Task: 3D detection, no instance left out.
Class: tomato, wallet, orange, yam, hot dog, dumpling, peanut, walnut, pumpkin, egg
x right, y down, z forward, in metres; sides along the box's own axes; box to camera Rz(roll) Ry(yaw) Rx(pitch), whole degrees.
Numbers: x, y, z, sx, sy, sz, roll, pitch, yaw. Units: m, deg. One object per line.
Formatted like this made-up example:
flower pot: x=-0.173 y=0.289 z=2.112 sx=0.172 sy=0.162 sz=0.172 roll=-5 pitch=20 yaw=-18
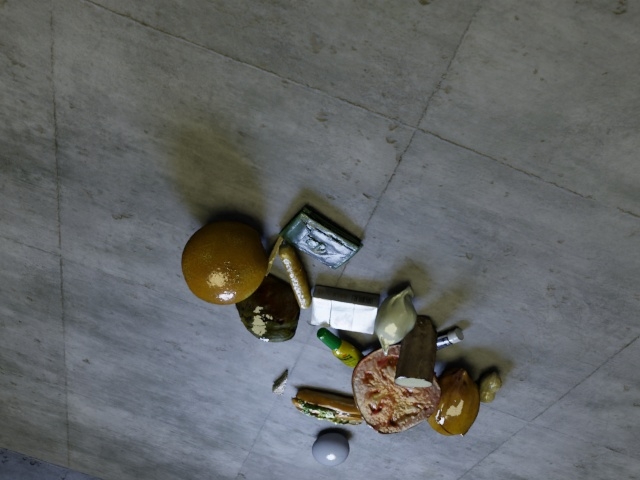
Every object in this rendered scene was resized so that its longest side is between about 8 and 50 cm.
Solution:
tomato: x=0.280 y=0.543 z=1.837 sx=0.338 sy=0.143 sz=0.339 roll=0 pitch=87 yaw=4
wallet: x=0.000 y=0.002 z=1.559 sx=0.236 sy=0.055 sz=0.160 roll=33 pitch=134 yaw=-16
orange: x=-0.301 y=0.069 z=1.539 sx=0.274 sy=0.274 sz=0.274 roll=6 pitch=129 yaw=7
yam: x=0.337 y=0.395 z=1.694 sx=0.129 sy=0.238 sz=0.128 roll=17 pitch=144 yaw=-1
hot dog: x=0.033 y=0.734 z=2.111 sx=0.337 sy=0.100 sz=0.135 roll=12 pitch=131 yaw=1
dumpling: x=0.257 y=0.267 z=1.648 sx=0.132 sy=0.162 sz=0.250 roll=22 pitch=97 yaw=17
peanut: x=0.644 y=0.565 z=1.856 sx=0.082 sy=0.082 sz=0.187 roll=11 pitch=131 yaw=3
hot dog: x=-0.081 y=0.125 z=1.650 sx=0.061 sy=0.088 sz=0.286 roll=-11 pitch=133 yaw=9
walnut: x=0.508 y=0.611 z=1.851 sx=0.208 sy=0.209 sz=0.337 roll=8 pitch=124 yaw=5
pumpkin: x=-0.186 y=0.239 z=1.710 sx=0.312 sy=0.169 sz=0.148 roll=32 pitch=130 yaw=-14
egg: x=0.046 y=0.983 z=2.279 sx=0.198 sy=0.146 sz=0.146 roll=-18 pitch=123 yaw=32

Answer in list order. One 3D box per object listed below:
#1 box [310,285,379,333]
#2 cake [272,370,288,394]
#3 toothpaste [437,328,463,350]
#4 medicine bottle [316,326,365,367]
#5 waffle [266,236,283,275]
box: x=0.085 y=0.247 z=1.727 sx=0.233 sy=0.067 sz=0.150 roll=8 pitch=129 yaw=6
cake: x=-0.158 y=0.616 z=2.088 sx=0.055 sy=0.051 sz=0.140 roll=24 pitch=129 yaw=-16
toothpaste: x=0.430 y=0.373 z=1.776 sx=0.071 sy=0.045 sz=0.193 roll=43 pitch=131 yaw=-12
medicine bottle: x=0.073 y=0.403 z=1.828 sx=0.094 sy=0.064 sz=0.260 roll=-16 pitch=136 yaw=31
waffle: x=-0.157 y=0.044 z=1.648 sx=0.023 sy=0.097 sz=0.153 roll=24 pitch=97 yaw=-6
